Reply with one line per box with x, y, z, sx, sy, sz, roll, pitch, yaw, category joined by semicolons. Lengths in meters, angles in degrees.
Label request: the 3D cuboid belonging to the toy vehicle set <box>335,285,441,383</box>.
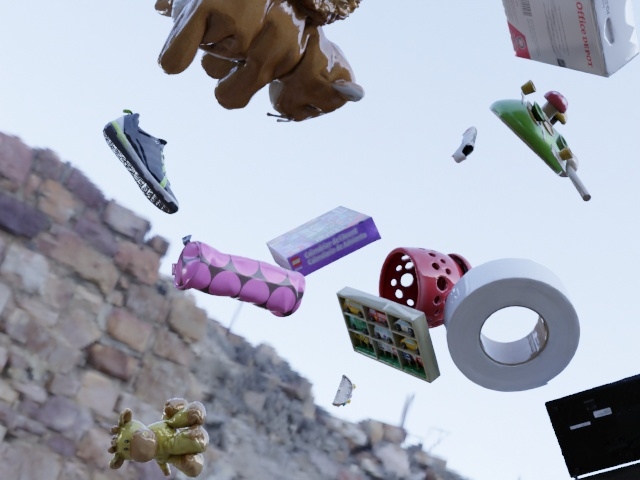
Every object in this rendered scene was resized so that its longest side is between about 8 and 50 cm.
0.148;0.207;2.209;0.266;0.035;0.166;16;-49;51;toy vehicle set

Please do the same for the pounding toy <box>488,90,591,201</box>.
0.435;-0.206;1.850;0.237;0.110;0.183;40;13;-17;pounding toy

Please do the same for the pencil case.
-0.132;0.063;1.589;0.209;0.095;0.098;20;-29;-30;pencil case

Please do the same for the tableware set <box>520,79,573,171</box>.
0.371;-0.192;1.611;0.024;0.104;0.154;-27;-68;24;tableware set

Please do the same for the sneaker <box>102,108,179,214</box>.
-0.335;-0.163;1.961;0.235;0.097;0.084;53;-18;5;sneaker

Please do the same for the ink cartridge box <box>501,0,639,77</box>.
0.420;-0.381;1.682;0.218;0.092;0.159;31;-30;51;ink cartridge box

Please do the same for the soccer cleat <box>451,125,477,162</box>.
0.262;-0.170;1.748;0.029;0.083;0.035;45;-28;-22;soccer cleat

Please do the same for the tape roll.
0.409;0.184;2.130;0.286;0.100;0.286;0;-66;1;tape roll

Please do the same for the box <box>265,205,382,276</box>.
0.000;0.000;2.168;0.057;0.200;0.293;65;-8;-11;box

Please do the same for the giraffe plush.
-0.370;0.436;2.172;0.170;0.181;0.210;10;-23;-42;giraffe plush

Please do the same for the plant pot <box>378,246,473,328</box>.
0.248;0.109;2.260;0.174;0.191;0.191;0;-15;-28;plant pot

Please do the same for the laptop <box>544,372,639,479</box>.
0.635;0.427;2.087;0.234;0.264;0.136;-22;-9;20;laptop

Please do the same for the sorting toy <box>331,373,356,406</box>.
0.060;0.400;2.563;0.044;0.083;0.075;21;-25;3;sorting toy

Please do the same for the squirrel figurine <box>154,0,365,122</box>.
-0.052;-0.396;1.766;0.370;0.397;0.281;32;17;-28;squirrel figurine
